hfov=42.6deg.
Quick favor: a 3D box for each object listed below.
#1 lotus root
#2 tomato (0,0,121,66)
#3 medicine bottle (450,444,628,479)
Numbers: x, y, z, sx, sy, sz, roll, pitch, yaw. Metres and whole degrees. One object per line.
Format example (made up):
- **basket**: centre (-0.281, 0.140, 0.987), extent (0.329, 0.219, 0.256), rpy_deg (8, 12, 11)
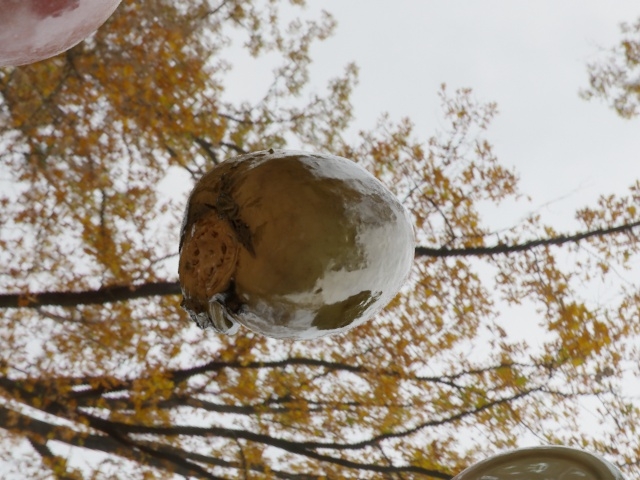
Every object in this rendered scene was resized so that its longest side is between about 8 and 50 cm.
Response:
- **lotus root**: centre (0.000, 0.000, 0.775), extent (0.183, 0.310, 0.182), rpy_deg (2, -87, 34)
- **tomato**: centre (-0.265, -0.285, 0.659), extent (0.227, 0.270, 0.270), rpy_deg (-29, -128, 38)
- **medicine bottle**: centre (0.269, 0.407, 0.965), extent (0.252, 0.240, 0.252), rpy_deg (-20, -166, 5)
